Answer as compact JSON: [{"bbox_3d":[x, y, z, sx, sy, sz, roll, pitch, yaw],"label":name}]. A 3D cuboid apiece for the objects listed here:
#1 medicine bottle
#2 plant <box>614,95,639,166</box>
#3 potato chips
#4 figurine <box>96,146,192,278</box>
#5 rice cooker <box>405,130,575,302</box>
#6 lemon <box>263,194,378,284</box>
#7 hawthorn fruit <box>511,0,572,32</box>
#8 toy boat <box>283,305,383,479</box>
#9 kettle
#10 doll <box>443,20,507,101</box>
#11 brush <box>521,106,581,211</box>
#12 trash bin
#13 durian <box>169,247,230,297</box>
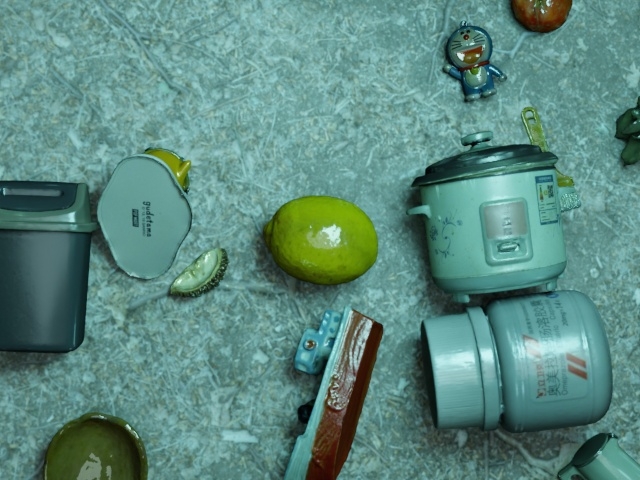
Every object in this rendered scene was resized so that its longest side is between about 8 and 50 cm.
[{"bbox_3d":[0.344,0.223,1.761,0.306,0.245,0.245,-8,88,1],"label":"medicine bottle"},{"bbox_3d":[0.711,-0.249,1.848,0.312,0.215,0.213,-6,78,-2],"label":"plant"},{"bbox_3d":[-0.393,0.410,1.742,0.195,0.062,0.208,-31,93,-3],"label":"potato chips"},{"bbox_3d":[-0.309,-0.070,1.776,0.166,0.141,0.250,13,121,-7],"label":"figurine"},{"bbox_3d":[0.308,-0.049,1.762,0.316,0.264,0.317,0,92,4],"label":"rice cooker"},{"bbox_3d":[0.000,0.000,1.762,0.207,0.170,0.170,8,86,-8],"label":"lemon"},{"bbox_3d":[0.421,-0.457,1.874,0.128,0.128,0.128,0,87,-8],"label":"hawthorn fruit"},{"bbox_3d":[0.004,0.281,1.769,0.133,0.145,0.332,14,83,16],"label":"toy boat"},{"bbox_3d":[0.552,0.451,1.862,0.148,0.127,0.098,44,50,-1],"label":"kettle"},{"bbox_3d":[0.290,-0.344,1.867,0.114,0.085,0.152,-12,100,10],"label":"doll"},{"bbox_3d":[0.439,-0.158,1.911,0.082,0.010,0.218,-18,89,-8],"label":"brush"},{"bbox_3d":[-0.495,0.042,1.692,0.209,0.182,0.291,2,92,-9],"label":"trash bin"},{"bbox_3d":[-0.216,0.065,1.789,0.130,0.052,0.066,-41,90,-7],"label":"durian"}]
